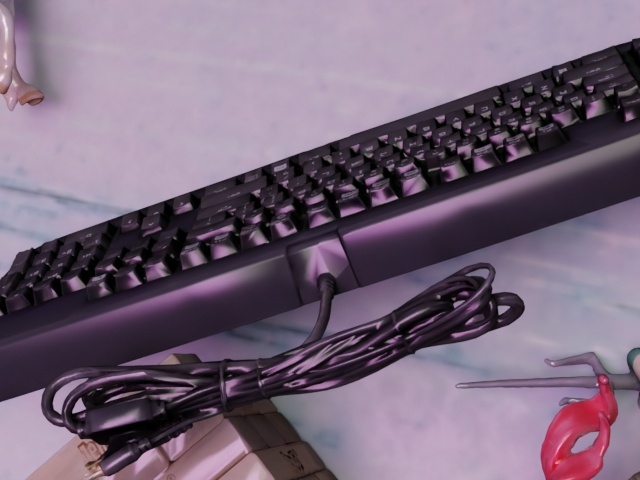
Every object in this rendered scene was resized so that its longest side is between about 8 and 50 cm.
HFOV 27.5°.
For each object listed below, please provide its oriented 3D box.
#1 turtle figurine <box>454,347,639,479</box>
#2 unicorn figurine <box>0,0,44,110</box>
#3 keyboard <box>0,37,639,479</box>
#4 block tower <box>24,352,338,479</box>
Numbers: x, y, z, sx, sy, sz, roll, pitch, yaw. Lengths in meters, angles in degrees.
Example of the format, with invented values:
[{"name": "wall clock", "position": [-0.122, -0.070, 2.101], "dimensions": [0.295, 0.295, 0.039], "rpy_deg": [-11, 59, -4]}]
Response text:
[{"name": "turtle figurine", "position": [0.155, 0.129, 0.489], "dimensions": [0.234, 0.118, 0.175], "rpy_deg": [10, 86, 9]}, {"name": "unicorn figurine", "position": [-0.168, -0.109, 0.620], "dimensions": [0.162, 0.060, 0.111], "rpy_deg": [-21, 79, 10]}, {"name": "keyboard", "position": [0.000, 0.000, 0.509], "dimensions": [0.317, 0.201, 0.033], "rpy_deg": [-19, 117, 11]}, {"name": "block tower", "position": [0.024, 0.200, 0.519], "dimensions": [0.091, 0.097, 0.335], "rpy_deg": [-41, 78, 6]}]
